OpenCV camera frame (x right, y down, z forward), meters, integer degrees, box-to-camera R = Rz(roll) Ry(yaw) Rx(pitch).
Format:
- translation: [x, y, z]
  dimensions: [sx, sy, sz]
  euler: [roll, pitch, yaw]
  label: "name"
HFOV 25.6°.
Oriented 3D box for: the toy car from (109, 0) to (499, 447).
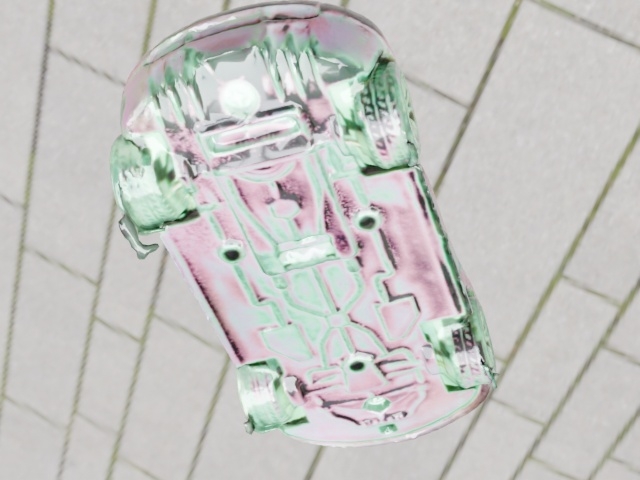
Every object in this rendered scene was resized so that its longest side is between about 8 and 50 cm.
- translation: [0.000, 0.000, 0.354]
  dimensions: [0.069, 0.055, 0.142]
  euler: [-14, 135, 10]
  label: "toy car"
